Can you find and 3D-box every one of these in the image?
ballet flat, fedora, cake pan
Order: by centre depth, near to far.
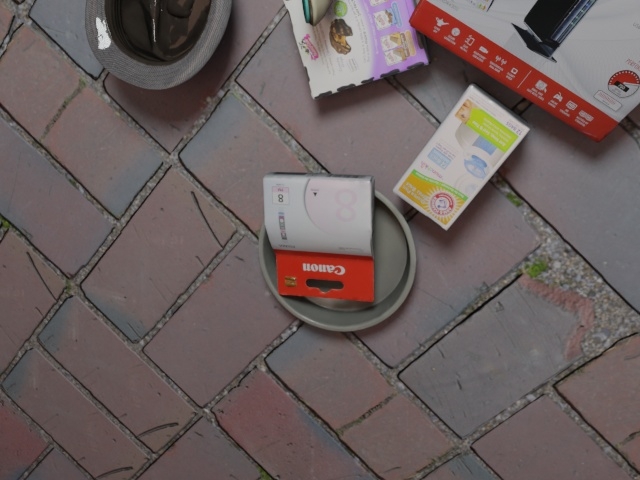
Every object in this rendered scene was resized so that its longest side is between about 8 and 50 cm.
[{"bbox_3d":[-0.004,-0.423,0.895,0.086,0.086,0.249,-25,60,22],"label":"ballet flat"},{"bbox_3d":[-0.253,-0.392,1.005,0.243,0.124,0.276,20,103,7],"label":"fedora"},{"bbox_3d":[0.031,0.023,1.094,0.293,0.054,0.293,5,109,15],"label":"cake pan"}]

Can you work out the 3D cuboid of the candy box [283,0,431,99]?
[{"bbox_3d":[0.061,-0.335,0.960,0.196,0.070,0.165,-13,104,19],"label":"candy box"}]

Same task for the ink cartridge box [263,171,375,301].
[{"bbox_3d":[0.000,0.000,1.037,0.188,0.066,0.233,3,104,15],"label":"ink cartridge box"}]

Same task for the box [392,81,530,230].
[{"bbox_3d":[0.223,-0.134,0.958,0.114,0.103,0.203,37,114,3],"label":"box"}]

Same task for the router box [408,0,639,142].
[{"bbox_3d":[0.338,-0.340,0.794,0.335,0.082,0.301,30,134,-3],"label":"router box"}]
